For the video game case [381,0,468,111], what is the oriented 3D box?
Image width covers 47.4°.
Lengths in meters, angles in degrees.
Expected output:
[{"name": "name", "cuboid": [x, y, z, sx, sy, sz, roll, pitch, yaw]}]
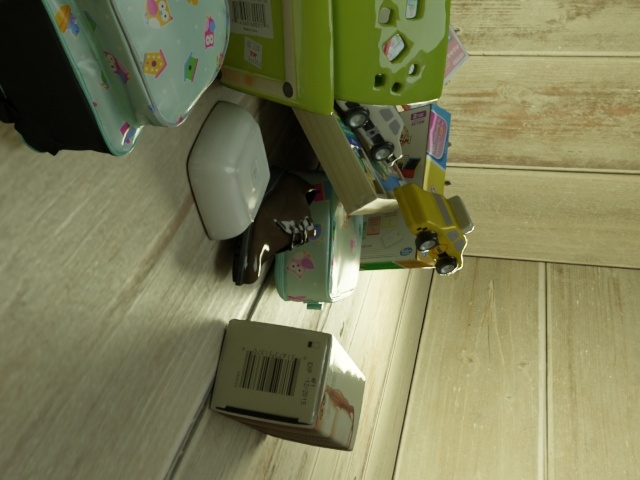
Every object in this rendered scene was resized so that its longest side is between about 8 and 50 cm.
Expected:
[{"name": "video game case", "cuboid": [0.179, -0.430, 1.512, 0.204, 0.025, 0.285, -48, 119, -17]}]

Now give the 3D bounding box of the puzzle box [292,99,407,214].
[{"name": "puzzle box", "cuboid": [0.047, -0.174, 1.203, 0.272, 0.052, 0.409, 62, 14, 4]}]

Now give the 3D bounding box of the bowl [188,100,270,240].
[{"name": "bowl", "cuboid": [-0.104, -0.085, 0.897, 0.142, 0.053, 0.142, 81, 18, -45]}]

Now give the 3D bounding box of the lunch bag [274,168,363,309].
[{"name": "lunch bag", "cuboid": [0.000, 0.000, 1.222, 0.279, 0.108, 0.224, 5, 91, -76]}]

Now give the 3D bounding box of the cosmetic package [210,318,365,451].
[{"name": "cosmetic package", "cuboid": [-0.034, 0.221, 1.068, 0.296, 0.153, 0.129, 57, 41, -65]}]

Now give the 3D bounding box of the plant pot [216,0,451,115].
[{"name": "plant pot", "cuboid": [-0.003, -0.271, 0.842, 0.207, 0.228, 0.227, -22, 123, -35]}]

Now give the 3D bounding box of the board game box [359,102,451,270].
[{"name": "board game box", "cuboid": [0.138, -0.100, 1.483, 0.064, 0.242, 0.316, 18, 75, -41]}]

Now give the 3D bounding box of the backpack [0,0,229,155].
[{"name": "backpack", "cuboid": [-0.148, -0.172, 0.522, 0.166, 0.144, 0.188, 73, 22, -43]}]

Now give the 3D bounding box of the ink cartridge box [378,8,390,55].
[{"name": "ink cartridge box", "cuboid": [0.084, -0.432, 1.263, 0.283, 0.117, 0.207, -74, 177, -65]}]

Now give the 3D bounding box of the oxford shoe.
[{"name": "oxford shoe", "cuboid": [-0.056, -0.019, 0.995, 0.083, 0.096, 0.227, 106, 5, -45]}]

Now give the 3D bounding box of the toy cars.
[{"name": "toy cars", "cuboid": [0.137, -0.113, 1.114, 0.393, 0.087, 0.176, 59, 15, -13]}]
